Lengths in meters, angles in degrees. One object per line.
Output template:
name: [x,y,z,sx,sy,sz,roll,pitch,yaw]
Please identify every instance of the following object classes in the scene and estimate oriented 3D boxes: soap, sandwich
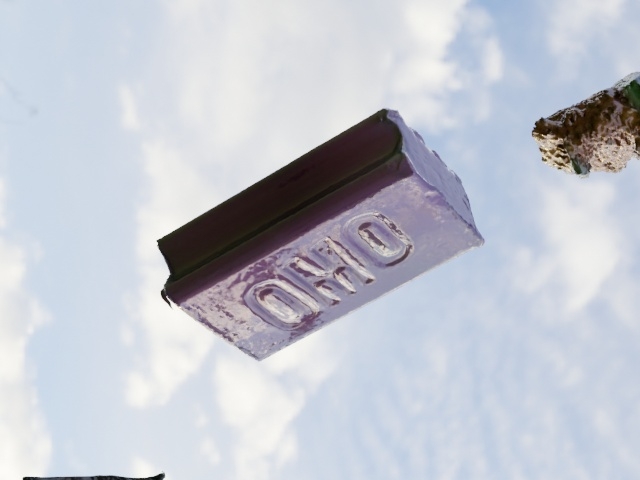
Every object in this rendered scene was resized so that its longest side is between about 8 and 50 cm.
soap: [0.000,0.000,0.986,0.203,0.122,0.066,-29,-130,20]
sandwich: [0.322,-0.117,1.568,0.109,0.159,0.185,64,7,-3]

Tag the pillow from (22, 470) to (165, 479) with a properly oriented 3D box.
pillow: [-0.242,0.281,1.476,0.090,0.150,0.048,107,-22,-47]
